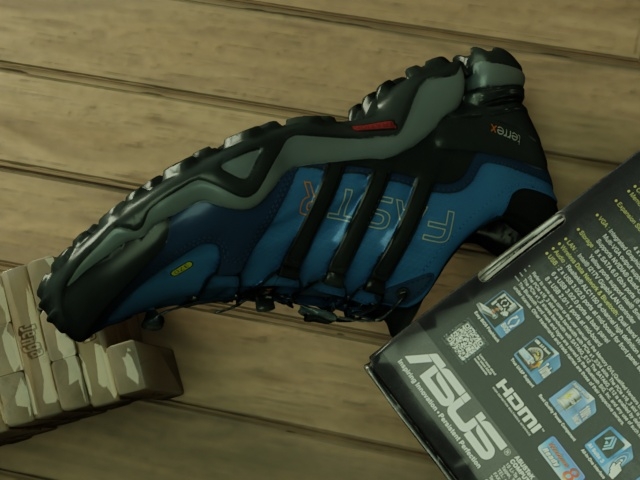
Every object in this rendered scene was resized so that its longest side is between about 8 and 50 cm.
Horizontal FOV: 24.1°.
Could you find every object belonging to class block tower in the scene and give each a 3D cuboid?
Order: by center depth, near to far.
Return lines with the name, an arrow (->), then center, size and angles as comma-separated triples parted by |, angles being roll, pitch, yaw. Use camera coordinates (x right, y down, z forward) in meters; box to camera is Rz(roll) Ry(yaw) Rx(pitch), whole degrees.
block tower -> -0.259, 0.094, 0.897 | 0.335, 0.091, 0.097 | -16, 82, 7

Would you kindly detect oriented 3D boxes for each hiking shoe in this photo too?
hiking shoe -> 0.000, 0.000, 0.817 | 0.304, 0.113, 0.132 | -24, 86, -14

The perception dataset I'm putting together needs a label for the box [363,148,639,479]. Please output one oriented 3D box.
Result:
box -> 0.263, 0.123, 0.745 | 0.318, 0.097, 0.395 | -39, 76, 3
